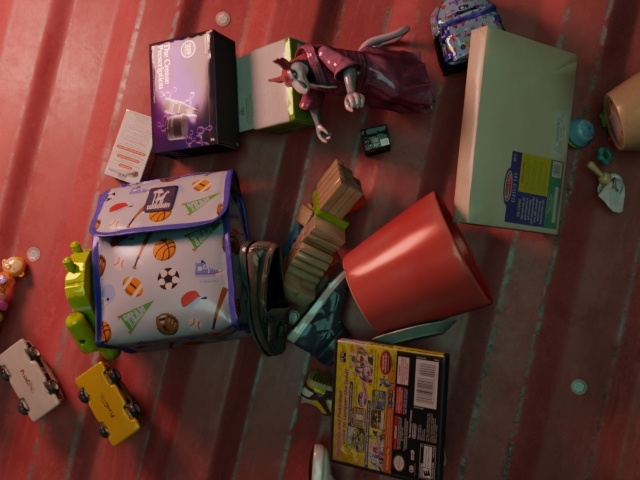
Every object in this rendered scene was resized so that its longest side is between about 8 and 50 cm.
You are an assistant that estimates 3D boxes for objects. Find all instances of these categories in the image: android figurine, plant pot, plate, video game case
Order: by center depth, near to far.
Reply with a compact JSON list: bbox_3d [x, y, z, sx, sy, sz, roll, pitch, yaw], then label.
[{"bbox_3d":[0.753,-0.285,1.337,0.274,0.256,0.256,-16,86,12],"label":"plant pot"},{"bbox_3d":[0.140,0.355,1.349,0.249,0.035,0.274,4,93,27],"label":"video game case"},{"bbox_3d":[0.198,0.065,1.373,0.243,0.275,0.274,-27,85,15],"label":"plant pot"},{"bbox_3d":[0.205,0.204,1.390,0.188,0.188,0.024,-14,75,5],"label":"plate"},{"bbox_3d":[-0.506,0.131,1.435,0.056,0.248,0.272,-10,125,3],"label":"android figurine"}]

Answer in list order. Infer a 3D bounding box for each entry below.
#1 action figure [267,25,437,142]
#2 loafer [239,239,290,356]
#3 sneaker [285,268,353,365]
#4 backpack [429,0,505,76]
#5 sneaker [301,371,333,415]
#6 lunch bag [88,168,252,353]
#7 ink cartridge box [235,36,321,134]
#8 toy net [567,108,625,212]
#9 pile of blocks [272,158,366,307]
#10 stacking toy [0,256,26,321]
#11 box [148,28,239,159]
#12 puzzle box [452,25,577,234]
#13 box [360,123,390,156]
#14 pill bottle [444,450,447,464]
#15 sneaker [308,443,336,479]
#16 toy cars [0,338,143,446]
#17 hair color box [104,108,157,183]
[{"bbox_3d":[0.066,-0.358,1.334,0.371,0.248,0.275,2,83,-31],"label":"action figure"},{"bbox_3d":[-0.107,0.129,1.374,0.084,0.096,0.267,-3,107,29],"label":"loafer"},{"bbox_3d":[0.051,0.180,1.462,0.163,0.086,0.226,37,87,1],"label":"sneaker"},{"bbox_3d":[0.329,-0.481,1.446,0.158,0.117,0.173,-14,83,5],"label":"backpack"},{"bbox_3d":[0.047,0.368,1.468,0.186,0.069,0.083,22,109,5],"label":"sneaker"},{"bbox_3d":[-0.328,0.037,1.440,0.328,0.239,0.385,-7,74,5],"label":"lunch bag"},{"bbox_3d":[-0.129,-0.345,1.507,0.255,0.097,0.188,-5,87,40],"label":"ink cartridge box"},{"bbox_3d":[0.633,-0.173,1.439,0.122,0.045,0.232,-17,88,-24],"label":"toy net"},{"bbox_3d":[0.000,0.000,1.472,0.113,0.149,0.362,26,98,-23],"label":"pile of blocks"},{"bbox_3d":[-0.816,0.163,1.539,0.175,0.165,0.301,33,77,10],"label":"stacking toy"},{"bbox_3d":[-0.293,-0.333,1.489,0.185,0.103,0.260,-4,87,21],"label":"box"},{"bbox_3d":[0.419,-0.223,1.375,0.272,0.052,0.408,6,90,-29],"label":"puzzle box"},{"bbox_3d":[0.127,-0.229,1.470,0.062,0.083,0.052,-12,87,5],"label":"box"},{"bbox_3d":[0.196,0.376,1.413,0.131,0.130,0.245,-9,87,6],"label":"pill bottle"},{"bbox_3d":[0.035,0.596,1.445,0.123,0.106,0.289,-4,95,-3],"label":"sneaker"},{"bbox_3d":[-0.585,0.357,1.525,0.394,0.087,0.176,13,84,10],"label":"toy cars"},{"bbox_3d":[-0.445,-0.220,1.548,0.093,0.053,0.167,19,88,5],"label":"hair color box"}]
